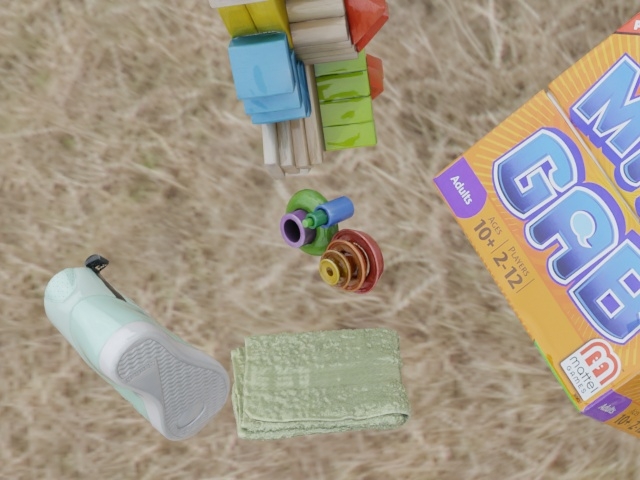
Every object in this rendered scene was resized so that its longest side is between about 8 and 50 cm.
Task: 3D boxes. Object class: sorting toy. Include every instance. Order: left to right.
[{"bbox_3d":[0.000,0.000,1.054,0.102,0.042,0.061,35,130,34],"label":"sorting toy"}]

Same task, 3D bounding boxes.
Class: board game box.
[{"bbox_3d":[0.428,-0.004,1.789,0.356,0.356,0.356,-39,59,16],"label":"board game box"}]

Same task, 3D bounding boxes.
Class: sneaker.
[{"bbox_3d":[-0.187,0.107,1.500,0.094,0.256,0.151,-44,59,-7],"label":"sneaker"}]

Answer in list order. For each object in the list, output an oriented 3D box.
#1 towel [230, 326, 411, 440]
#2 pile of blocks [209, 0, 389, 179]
[{"bbox_3d":[-0.002,0.120,1.236,0.148,0.027,0.110,-6,44,0],"label":"towel"},{"bbox_3d":[0.003,-0.137,1.134,0.113,0.362,0.149,-7,77,8],"label":"pile of blocks"}]
